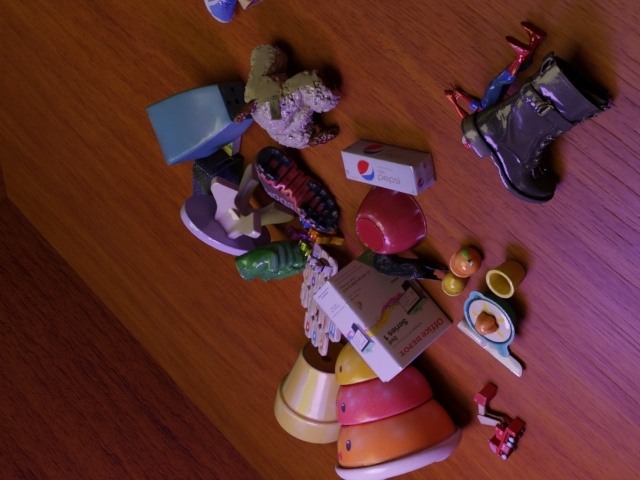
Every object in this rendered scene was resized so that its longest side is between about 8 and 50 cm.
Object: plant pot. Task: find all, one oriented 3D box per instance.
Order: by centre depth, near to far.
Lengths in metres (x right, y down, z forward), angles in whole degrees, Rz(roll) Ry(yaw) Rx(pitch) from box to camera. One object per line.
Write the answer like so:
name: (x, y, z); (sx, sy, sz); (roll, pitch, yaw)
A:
plant pot: (-0.299, -0.325, 2.137); (0.234, 0.165, 0.165); (-20, 91, 37)
plant pot: (0.001, 0.432, 2.430); (0.254, 0.254, 0.238); (34, 128, 31)

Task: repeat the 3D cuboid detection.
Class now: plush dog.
plush dog: (-0.083, -0.298, 1.909); (0.262, 0.210, 0.225); (35, 170, 32)

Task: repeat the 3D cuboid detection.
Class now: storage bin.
storage bin: (-0.297, -0.174, 2.345); (0.084, 0.122, 0.180); (40, 146, 23)

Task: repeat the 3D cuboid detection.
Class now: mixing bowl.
mixing bowl: (0.147, -0.036, 1.905); (0.181, 0.098, 0.181); (35, 143, 31)

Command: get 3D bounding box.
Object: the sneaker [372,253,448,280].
sneaker: (0.211, 0.065, 1.927); (0.170, 0.089, 0.051); (16, 102, 45)

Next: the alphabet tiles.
alphabet tiles: (0.004, 0.158, 2.221); (0.284, 0.021, 0.277); (-137, 51, -62)

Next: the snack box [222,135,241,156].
snack box: (-0.281, -0.315, 2.270); (0.141, 0.037, 0.100); (40, 144, 22)

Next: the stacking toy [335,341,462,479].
stacking toy: (0.147, 0.370, 2.175); (0.351, 0.351, 0.479); (-26, 80, 59)

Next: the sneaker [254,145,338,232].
sneaker: (-0.063, -0.126, 2.108); (0.276, 0.097, 0.135); (44, 167, -4)

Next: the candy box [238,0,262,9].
candy box: (-0.099, -0.567, 1.715); (0.053, 0.109, 0.187); (57, 148, -4)

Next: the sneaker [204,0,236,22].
sneaker: (-0.218, -0.591, 1.881); (0.081, 0.080, 0.211); (42, 148, 26)

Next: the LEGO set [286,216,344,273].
LEGO set: (0.000, 0.000, 2.147); (0.087, 0.093, 0.227); (-66, 30, 20)

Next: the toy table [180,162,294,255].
toy table: (-0.222, -0.075, 2.224); (0.161, 0.274, 0.252); (-43, 49, 36)

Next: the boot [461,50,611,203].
boot: (0.399, -0.186, 1.413); (0.263, 0.091, 0.229); (36, 136, -27)

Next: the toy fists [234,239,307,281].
toy fists: (-0.119, 0.059, 2.218); (0.096, 0.142, 0.279); (68, -167, 10)

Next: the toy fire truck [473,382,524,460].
toy fire truck: (0.438, 0.455, 2.031); (0.135, 0.047, 0.192); (37, 146, 27)

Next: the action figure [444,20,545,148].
action figure: (0.288, -0.285, 1.486); (0.139, 0.091, 0.280); (36, 144, 16)

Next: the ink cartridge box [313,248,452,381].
ink cartridge box: (0.153, 0.172, 1.994); (0.278, 0.201, 0.117); (50, 149, 7)

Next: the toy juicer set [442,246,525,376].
toy juicer set: (0.352, 0.162, 1.827); (0.209, 0.089, 0.328); (26, 139, 38)

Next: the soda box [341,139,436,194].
soda box: (0.148, -0.165, 1.807); (0.216, 0.069, 0.073); (18, 133, 44)
